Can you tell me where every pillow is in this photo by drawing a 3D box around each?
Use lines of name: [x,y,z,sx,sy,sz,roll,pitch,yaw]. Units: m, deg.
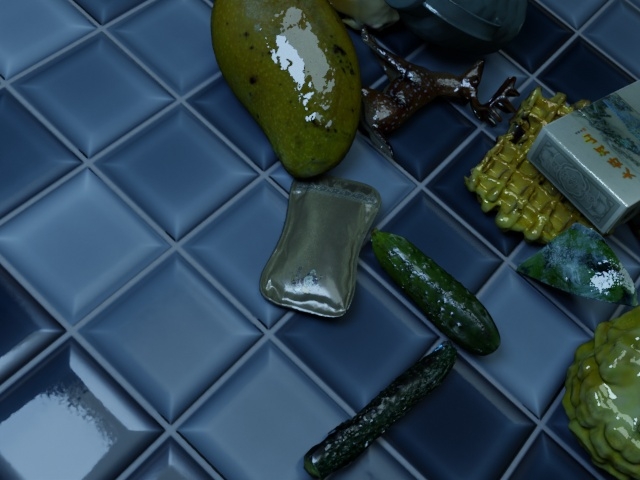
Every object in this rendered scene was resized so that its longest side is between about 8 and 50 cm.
pillow: [0.000,0.000,0.945,0.130,0.033,0.217,15,60,7]

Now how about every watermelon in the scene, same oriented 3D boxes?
watermelon: [0.363,0.038,0.958,0.080,0.101,0.155,19,14,-29]

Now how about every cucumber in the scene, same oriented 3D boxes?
cucumber: [0.084,0.201,0.860,0.257,0.043,0.044,-33,80,-28]
cucumber: [0.147,0.064,0.934,0.227,0.069,0.069,44,61,14]

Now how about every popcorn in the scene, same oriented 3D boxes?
popcorn: [0.420,0.192,0.874,0.235,0.181,0.216,-38,81,-23]

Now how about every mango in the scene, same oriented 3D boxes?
mango: [-0.041,-0.253,0.994,0.176,0.176,0.329,0,55,-51]

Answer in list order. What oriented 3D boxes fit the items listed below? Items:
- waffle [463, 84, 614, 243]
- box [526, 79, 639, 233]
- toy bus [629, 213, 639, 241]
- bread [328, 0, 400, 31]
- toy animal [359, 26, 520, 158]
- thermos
waffle: [0.350,-0.114,1.084,0.310,0.065,0.283,-2,66,-19]
box: [0.452,-0.133,1.032,0.257,0.069,0.164,-26,64,-26]
toy bus: [0.574,0.099,1.013,0.093,0.092,0.408,-7,65,-20]
bread: [0.108,-0.515,1.122,0.211,0.270,0.316,39,65,24]
toy animal: [0.149,-0.224,1.090,0.260,0.087,0.243,43,74,8]
thermos: [0.202,-0.353,1.052,0.182,0.145,0.287,46,31,22]
